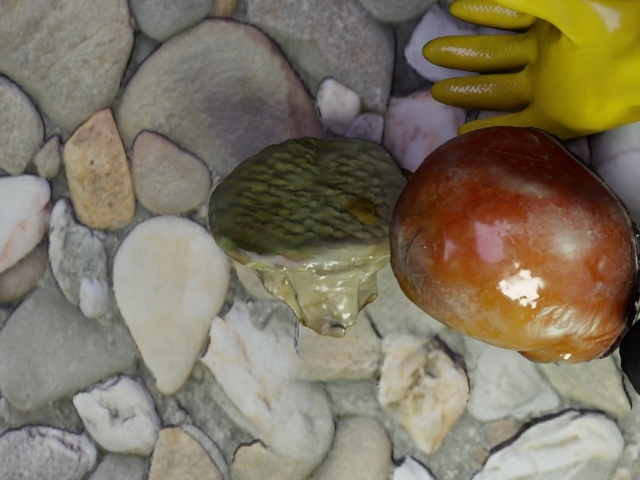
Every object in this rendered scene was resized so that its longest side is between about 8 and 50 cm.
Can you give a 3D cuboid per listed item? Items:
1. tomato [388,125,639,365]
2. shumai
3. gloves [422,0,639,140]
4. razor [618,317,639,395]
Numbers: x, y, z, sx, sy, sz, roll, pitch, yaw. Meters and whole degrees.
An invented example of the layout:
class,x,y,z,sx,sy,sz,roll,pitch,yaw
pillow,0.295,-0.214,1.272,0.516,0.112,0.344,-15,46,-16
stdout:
class,x,y,z,sx,sy,sz,roll,pitch,yaw
tomato,0.138,0.008,1.414,0.214,0.155,0.180,39,123,47
shumai,0.000,0.000,1.571,0.201,0.201,0.120,30,141,33
gloves,0.207,-0.149,1.466,0.294,0.116,0.133,4,79,40
razor,0.363,-0.006,1.279,0.113,0.204,0.349,37,107,0
